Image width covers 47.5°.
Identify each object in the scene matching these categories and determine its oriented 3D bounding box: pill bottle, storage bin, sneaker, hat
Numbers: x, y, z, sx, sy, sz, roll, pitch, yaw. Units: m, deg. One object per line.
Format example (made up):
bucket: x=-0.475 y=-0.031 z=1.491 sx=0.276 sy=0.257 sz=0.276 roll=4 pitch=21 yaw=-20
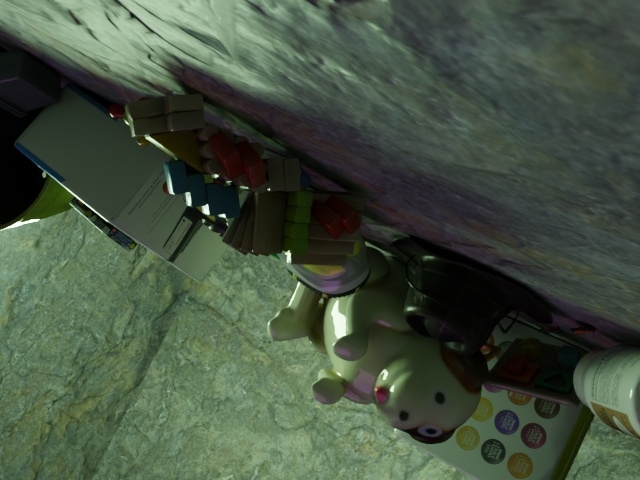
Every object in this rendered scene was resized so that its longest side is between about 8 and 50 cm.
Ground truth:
pill bottle: x=0.462 y=0.219 z=1.059 sx=0.131 sy=0.131 sz=0.229 roll=27 pitch=175 yaw=-2
storage bin: x=-0.534 y=-0.291 z=1.301 sx=0.091 sy=0.098 sz=0.135 roll=-5 pitch=163 yaw=19
sneaker: x=-0.077 y=-0.060 z=1.198 sx=0.385 sy=0.145 sz=0.147 roll=27 pitch=145 yaw=23
hat: x=0.227 y=0.116 z=1.227 sx=0.331 sy=0.134 sz=0.331 roll=26 pitch=175 yaw=3

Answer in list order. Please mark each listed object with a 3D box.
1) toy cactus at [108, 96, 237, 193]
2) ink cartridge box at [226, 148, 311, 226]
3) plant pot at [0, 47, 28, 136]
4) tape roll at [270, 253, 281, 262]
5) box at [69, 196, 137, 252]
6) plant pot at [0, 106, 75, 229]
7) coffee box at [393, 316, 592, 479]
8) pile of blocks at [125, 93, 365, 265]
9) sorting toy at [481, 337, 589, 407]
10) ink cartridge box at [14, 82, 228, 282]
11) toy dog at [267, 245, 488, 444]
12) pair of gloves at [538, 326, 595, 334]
toy cactus: x=-0.196 y=-0.138 z=1.088 sx=0.181 sy=0.112 sz=0.219 roll=11 pitch=158 yaw=37
ink cartridge box: x=-0.073 y=-0.056 z=1.050 sx=0.052 sy=0.122 sz=0.088 roll=25 pitch=175 yaw=24
plant pot: x=-0.667 y=-0.298 z=1.414 sx=0.188 sy=0.187 sz=0.167 roll=23 pitch=-175 yaw=32
tape roll: x=-0.068 y=0.028 z=1.804 sx=0.321 sy=0.077 sz=0.321 roll=27 pitch=176 yaw=2
box: x=-0.456 y=-0.036 z=1.530 sx=0.137 sy=0.027 sz=0.094 roll=36 pitch=171 yaw=27
plant pot: x=-0.676 y=-0.200 z=1.699 sx=0.367 sy=0.366 sz=0.353 roll=26 pitch=-174 yaw=12
coffee box: x=0.427 y=0.373 z=1.650 sx=0.334 sy=0.337 sz=0.338 roll=24 pitch=174 yaw=28
pile of blocks: x=-0.091 y=-0.063 z=0.930 sx=0.362 sy=0.149 sz=0.113 roll=29 pitch=175 yaw=-20
sorting toy: x=0.426 y=0.236 z=1.391 sx=0.348 sy=0.047 sz=0.196 roll=8 pitch=-155 yaw=35
ink cartridge box: x=-0.367 y=-0.101 z=1.469 sx=0.285 sy=0.166 sz=0.395 roll=35 pitch=172 yaw=22
toy dog: x=0.138 y=0.219 z=1.446 sx=0.395 sy=0.284 sz=0.408 roll=9 pitch=-150 yaw=-42
pair of gloves: x=0.395 y=0.145 z=1.166 sx=0.083 sy=0.010 sz=0.074 roll=0 pitch=169 yaw=6
